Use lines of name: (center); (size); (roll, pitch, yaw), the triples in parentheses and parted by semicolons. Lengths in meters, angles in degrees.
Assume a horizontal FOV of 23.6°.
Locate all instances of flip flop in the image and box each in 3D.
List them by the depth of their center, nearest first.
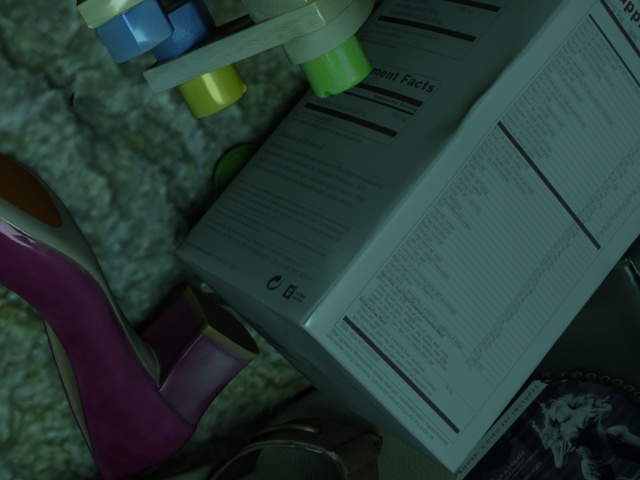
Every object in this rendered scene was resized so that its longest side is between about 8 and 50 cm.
flip flop: (-0.025, 0.146, 0.841); (0.277, 0.080, 0.112); (-17, 78, -32)

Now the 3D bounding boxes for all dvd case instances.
dvd case: (0.187, 0.144, 1.045); (0.164, 0.018, 0.221); (-48, 127, -3)

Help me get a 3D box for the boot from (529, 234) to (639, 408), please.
boot: (0.183, 0.087, 0.967); (0.137, 0.077, 0.198); (-19, 107, -17)

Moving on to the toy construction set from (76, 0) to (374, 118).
toy construction set: (0.067, -0.159, 0.676); (0.327, 0.215, 0.151); (-7, 113, 19)

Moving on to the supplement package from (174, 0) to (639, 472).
supplement package: (0.071, -0.031, 0.796); (0.244, 0.134, 0.139); (-50, 125, -10)

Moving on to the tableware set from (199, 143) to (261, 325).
tableware set: (0.000, 0.000, 0.862); (0.154, 0.024, 0.104); (9, 105, -33)

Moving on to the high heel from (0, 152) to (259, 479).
high heel: (-0.149, 0.038, 0.767); (0.117, 0.082, 0.244); (-45, 131, 11)
